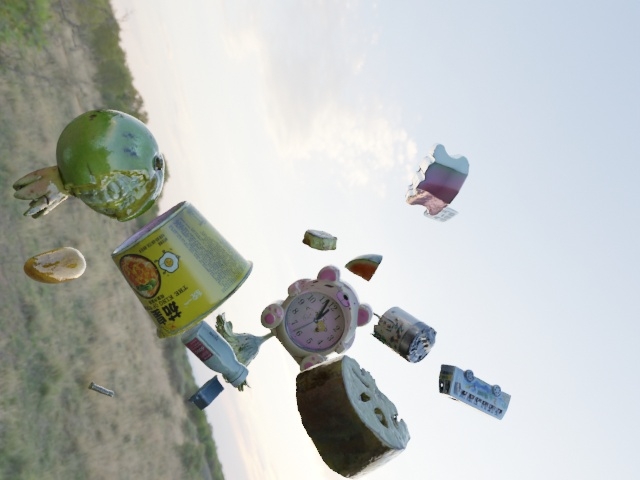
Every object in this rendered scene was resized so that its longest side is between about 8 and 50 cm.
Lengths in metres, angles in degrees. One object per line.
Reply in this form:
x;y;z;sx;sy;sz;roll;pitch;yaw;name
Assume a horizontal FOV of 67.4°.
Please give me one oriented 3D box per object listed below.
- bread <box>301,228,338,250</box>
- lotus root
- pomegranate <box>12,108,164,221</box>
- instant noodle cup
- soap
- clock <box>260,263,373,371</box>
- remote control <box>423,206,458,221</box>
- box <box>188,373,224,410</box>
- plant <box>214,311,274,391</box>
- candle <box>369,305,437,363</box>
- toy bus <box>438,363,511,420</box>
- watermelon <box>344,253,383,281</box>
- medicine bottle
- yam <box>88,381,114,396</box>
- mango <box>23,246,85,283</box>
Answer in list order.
0.000;0.000;2.123;0.128;0.140;0.070;29;-71;51;bread
0.056;0.326;0.870;0.235;0.119;0.138;52;22;-6;lotus root
-0.483;-0.144;1.015;0.236;0.301;0.236;162;-90;-86;pomegranate
-0.382;0.062;1.298;0.254;0.325;0.325;56;-14;-17;instant noodle cup
0.331;-0.175;1.382;0.193;0.109;0.324;-64;177;15;soap
-0.007;0.251;1.560;0.284;0.309;0.114;50;8;4;clock
0.456;-0.109;1.812;0.073;0.229;0.044;-35;-116;29;remote control
-0.338;0.458;1.438;0.054;0.099;0.074;51;-52;-1;box
-0.313;0.416;1.882;0.261;0.296;0.306;-28;-94;50;plant
0.331;0.385;2.093;0.330;0.187;0.188;31;-44;41;candle
0.631;0.625;1.988;0.109;0.329;0.136;-16;-133;65;toy bus
0.157;0.090;1.582;0.135;0.125;0.094;171;-82;-66;watermelon
-0.304;0.333;1.407;0.217;0.090;0.090;50;-14;-15;medicine bottle
-0.927;0.639;2.047;0.027;0.033;0.129;31;-11;43;yam
-0.988;0.092;1.793;0.109;0.227;0.147;38;-76;25;mango
